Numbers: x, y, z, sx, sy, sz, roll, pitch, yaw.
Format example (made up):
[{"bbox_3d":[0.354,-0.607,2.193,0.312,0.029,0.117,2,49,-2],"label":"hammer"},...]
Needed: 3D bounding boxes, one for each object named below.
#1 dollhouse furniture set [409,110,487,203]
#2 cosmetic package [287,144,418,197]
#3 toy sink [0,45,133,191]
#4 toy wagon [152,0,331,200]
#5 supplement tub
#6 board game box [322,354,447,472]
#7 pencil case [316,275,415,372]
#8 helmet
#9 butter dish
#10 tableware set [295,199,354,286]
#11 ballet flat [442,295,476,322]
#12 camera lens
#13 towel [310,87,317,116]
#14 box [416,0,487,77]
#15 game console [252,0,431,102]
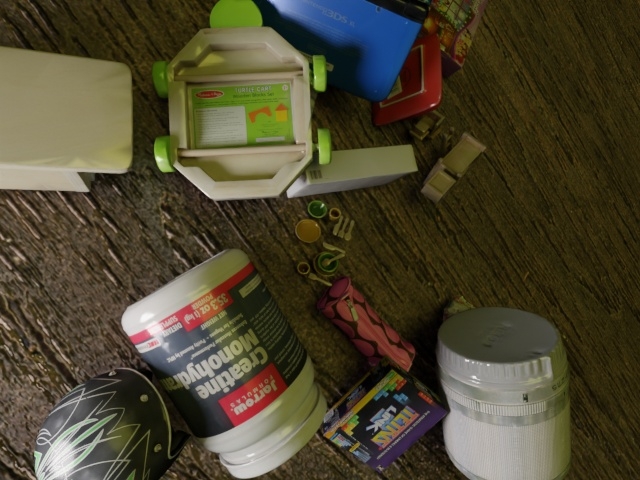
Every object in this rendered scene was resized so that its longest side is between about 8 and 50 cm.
[{"bbox_3d":[0.230,-0.171,0.885,0.161,0.101,0.182,41,65,12],"label":"dollhouse furniture set"},{"bbox_3d":[0.058,-0.134,0.773,0.239,0.099,0.060,-11,85,-27],"label":"cosmetic package"},{"bbox_3d":[-0.377,-0.153,0.546,0.235,0.131,0.152,-2,83,-21],"label":"toy sink"},{"bbox_3d":[-0.122,-0.239,0.646,0.268,0.068,0.343,-3,88,-2],"label":"toy wagon"},{"bbox_3d":[-0.129,0.166,0.583,0.191,0.191,0.272,-34,97,-26],"label":"supplement tub"},{"bbox_3d":[0.110,0.307,0.712,0.141,0.048,0.170,40,100,-14],"label":"board game box"},{"bbox_3d":[0.087,0.163,0.740,0.209,0.098,0.095,45,67,-14],"label":"pencil case"},{"bbox_3d":[-0.257,0.243,0.504,0.170,0.161,0.169,-1,72,4],"label":"helmet"},{"bbox_3d":[0.199,-0.320,0.858,0.118,0.160,0.160,11,75,-48],"label":"butter dish"},{"bbox_3d":[0.000,0.000,0.744,0.104,0.024,0.154,23,65,-1],"label":"tableware set"},{"bbox_3d":[0.360,0.202,0.880,0.241,0.091,0.077,41,42,-19],"label":"ballet flat"},{"bbox_3d":[0.329,0.287,0.743,0.220,0.219,0.274,-19,107,-27],"label":"camera lens"},{"bbox_3d":[-0.099,-0.301,0.759,0.209,0.034,0.284,22,73,-22],"label":"towel"},{"bbox_3d":[0.292,-0.568,0.975,0.201,0.057,0.293,31,70,-19],"label":"box"},{"bbox_3d":[0.034,-0.426,0.695,0.293,0.250,0.173,22,45,-4],"label":"game console"}]
